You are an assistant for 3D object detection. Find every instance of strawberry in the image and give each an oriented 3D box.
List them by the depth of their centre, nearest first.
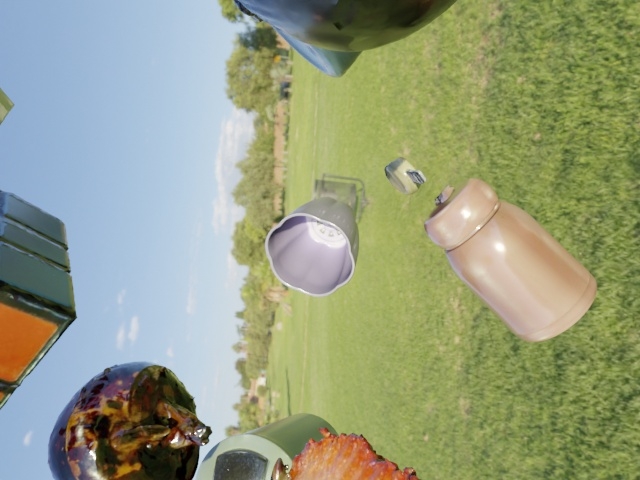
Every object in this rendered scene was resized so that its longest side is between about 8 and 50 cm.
[{"bbox_3d":[0.046,0.275,0.434,0.236,0.107,0.175,1,69,60],"label":"strawberry"}]

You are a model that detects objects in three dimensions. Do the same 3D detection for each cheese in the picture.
[{"bbox_3d":[0.197,-0.153,1.093,0.048,0.092,0.171,-42,-5,-2],"label":"cheese"}]

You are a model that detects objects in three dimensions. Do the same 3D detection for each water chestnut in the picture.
[{"bbox_3d":[-0.333,0.368,0.897,0.300,0.301,0.299,-174,90,-85],"label":"water chestnut"}]

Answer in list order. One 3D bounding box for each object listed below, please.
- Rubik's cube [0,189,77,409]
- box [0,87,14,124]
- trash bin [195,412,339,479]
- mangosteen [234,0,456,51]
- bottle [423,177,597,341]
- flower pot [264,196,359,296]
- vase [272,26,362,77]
[{"bbox_3d":[-0.495,0.064,0.538,0.293,0.283,0.288,-49,40,-2],"label":"Rubik's cube"},{"bbox_3d":[-0.833,-0.331,0.992,0.194,0.261,0.110,82,-164,-60],"label":"box"},{"bbox_3d":[-0.111,0.598,1.186,0.432,0.281,0.279,25,-111,-69],"label":"trash bin"},{"bbox_3d":[0.014,-0.295,0.335,0.293,0.297,0.296,-24,48,33],"label":"mangosteen"},{"bbox_3d":[0.328,0.023,0.873,0.173,0.297,0.206,-47,1,22],"label":"bottle"},{"bbox_3d":[0.000,0.000,1.416,0.243,0.265,0.264,-55,-24,-61],"label":"flower pot"},{"bbox_3d":[0.059,-0.414,0.729,0.291,0.245,0.245,-50,11,8],"label":"vase"}]
